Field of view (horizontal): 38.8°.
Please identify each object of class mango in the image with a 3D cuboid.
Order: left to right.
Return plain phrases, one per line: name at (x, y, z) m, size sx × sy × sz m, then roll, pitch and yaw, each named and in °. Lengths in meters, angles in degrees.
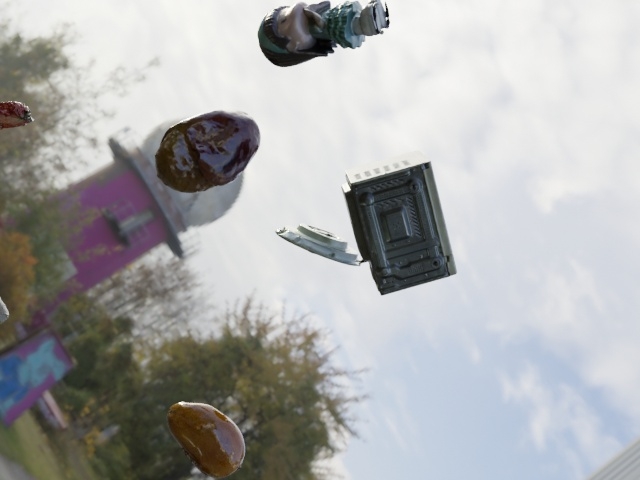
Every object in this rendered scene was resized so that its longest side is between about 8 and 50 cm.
mango at (-0.198, 0.348, 1.588) m, size 0.159 × 0.105 × 0.084 m, roll 45°, pitch 24°, yaw -21°

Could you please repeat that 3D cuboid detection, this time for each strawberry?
strawberry at (-0.784, -0.312, 2.264) m, size 0.104 × 0.152 × 0.048 m, roll 28°, pitch 60°, yaw -66°

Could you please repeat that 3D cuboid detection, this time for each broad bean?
broad bean at (-0.225, -0.182, 1.831) m, size 0.122 × 0.228 × 0.156 m, roll 35°, pitch -40°, yaw 39°

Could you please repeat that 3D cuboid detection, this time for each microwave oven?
microwave oven at (0.153, -0.035, 1.828) m, size 0.145 × 0.193 × 0.241 m, roll -115°, pitch -171°, yaw -73°

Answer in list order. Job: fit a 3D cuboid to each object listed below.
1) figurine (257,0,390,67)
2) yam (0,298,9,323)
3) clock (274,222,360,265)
figurine at (0.003, -0.387, 1.652) m, size 0.245 × 0.138 × 0.110 m, roll -4°, pitch -61°, yaw 23°
yam at (-0.724, 0.049, 1.839) m, size 0.071 × 0.067 × 0.317 m, roll 25°, pitch -37°, yaw 44°
clock at (0.000, 0.000, 2.303) m, size 0.236 × 0.053 × 0.236 m, roll 22°, pitch 5°, yaw -2°
